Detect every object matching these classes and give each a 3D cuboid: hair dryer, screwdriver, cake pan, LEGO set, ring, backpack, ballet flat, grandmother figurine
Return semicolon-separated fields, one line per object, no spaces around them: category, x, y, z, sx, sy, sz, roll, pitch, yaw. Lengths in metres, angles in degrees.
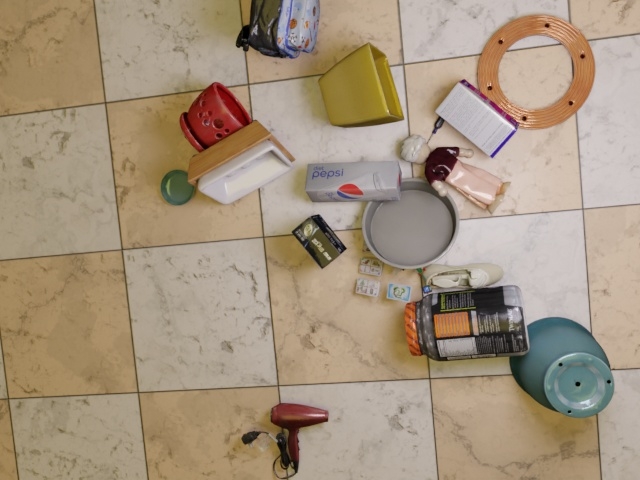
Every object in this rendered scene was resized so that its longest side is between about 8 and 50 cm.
hair dryer;-0.092;0.637;1.879;0.293;0.080;0.223;-39;104;14
screwdriver;0.344;-0.321;1.767;0.024;0.025;0.170;30;106;5
cake pan;0.273;-0.048;1.726;0.293;0.054;0.293;-4;71;12
LEGO set;0.240;0.095;1.773;0.244;0.060;0.182;8;88;30
ring;0.643;-0.501;1.701;0.336;0.032;0.337;0;93;9
backpack;-0.109;-0.665;1.683;0.213;0.263;0.277;15;100;1
ballet flat;0.439;0.117;1.745;0.248;0.086;0.086;-2;94;10
grandmother figurine;0.390;-0.208;1.708;0.342;0.208;0.104;32;139;7

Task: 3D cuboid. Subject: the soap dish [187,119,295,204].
soap dish;-0.246;-0.239;1.758;0.291;0.229;0.118;-27;73;9

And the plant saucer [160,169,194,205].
plant saucer;-0.473;-0.176;1.888;0.119;0.021;0.119;1;95;8

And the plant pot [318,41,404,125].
plant pot;0.115;-0.440;1.702;0.187;0.212;0.212;-15;92;21

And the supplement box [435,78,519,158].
supplement box;0.465;-0.363;1.680;0.220;0.111;0.114;39;121;4

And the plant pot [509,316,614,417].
plant pot;0.708;0.379;1.639;0.271;0.255;0.272;1;94;9

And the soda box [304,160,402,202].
soda box;0.102;-0.179;1.739;0.286;0.091;0.098;1;69;16

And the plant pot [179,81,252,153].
plant pot;-0.332;-0.371;1.773;0.174;0.191;0.191;-32;89;14

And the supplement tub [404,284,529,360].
supplement tub;0.431;0.249;1.682;0.338;0.207;0.207;-7;93;18

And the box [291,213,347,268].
box;0.000;0.000;1.752;0.077;0.180;0.147;-39;87;10
